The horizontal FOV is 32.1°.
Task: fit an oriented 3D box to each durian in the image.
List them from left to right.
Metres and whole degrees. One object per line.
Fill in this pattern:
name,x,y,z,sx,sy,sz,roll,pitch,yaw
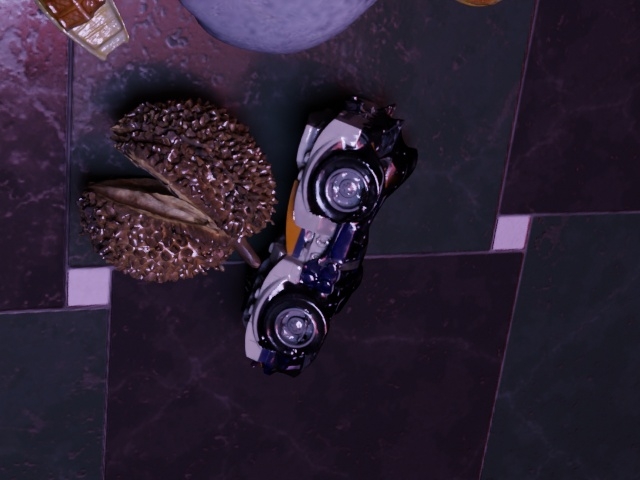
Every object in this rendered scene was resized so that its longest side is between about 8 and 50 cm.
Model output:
durian,-0.132,-0.038,1.079,0.196,0.167,0.196,6,111,16

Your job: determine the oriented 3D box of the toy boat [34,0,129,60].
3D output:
toy boat,-0.238,-0.239,1.007,0.065,0.066,0.172,-35,120,2

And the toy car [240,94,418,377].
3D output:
toy car,-0.002,0.000,1.143,0.118,0.193,0.301,25,109,3

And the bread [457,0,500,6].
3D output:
bread,0.169,-0.296,1.153,0.110,0.024,0.110,-9,118,-17

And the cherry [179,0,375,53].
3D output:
cherry,-0.044,-0.290,0.960,0.296,0.218,0.255,-22,111,19
